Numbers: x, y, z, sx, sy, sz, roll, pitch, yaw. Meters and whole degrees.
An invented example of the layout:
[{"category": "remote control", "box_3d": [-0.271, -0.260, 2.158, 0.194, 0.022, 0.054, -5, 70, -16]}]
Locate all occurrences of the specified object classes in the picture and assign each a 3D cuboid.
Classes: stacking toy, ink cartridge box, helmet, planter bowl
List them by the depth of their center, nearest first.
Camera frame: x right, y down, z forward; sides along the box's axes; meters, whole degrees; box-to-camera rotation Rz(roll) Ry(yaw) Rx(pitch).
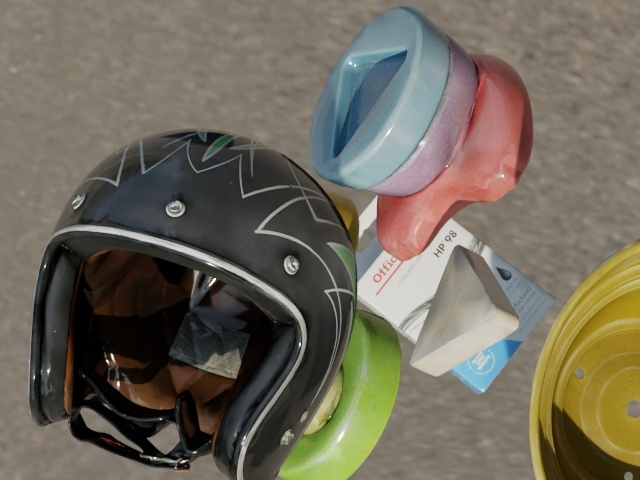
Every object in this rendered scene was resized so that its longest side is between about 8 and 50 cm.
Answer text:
[{"category": "helmet", "box_3d": [-0.059, 0.026, 0.890, 0.169, 0.169, 0.162, 21, 102, 34]}, {"category": "planter bowl", "box_3d": [0.200, 0.101, 1.058, 0.090, 0.217, 0.217, 177, 104, -70]}, {"category": "stacking toy", "box_3d": [0.000, 0.000, 1.249, 0.309, 0.130, 0.279, -44, 32, 35]}, {"category": "ink cartridge box", "box_3d": [0.099, 0.037, 1.572, 0.180, 0.060, 0.104, 38, 88, 5]}]
